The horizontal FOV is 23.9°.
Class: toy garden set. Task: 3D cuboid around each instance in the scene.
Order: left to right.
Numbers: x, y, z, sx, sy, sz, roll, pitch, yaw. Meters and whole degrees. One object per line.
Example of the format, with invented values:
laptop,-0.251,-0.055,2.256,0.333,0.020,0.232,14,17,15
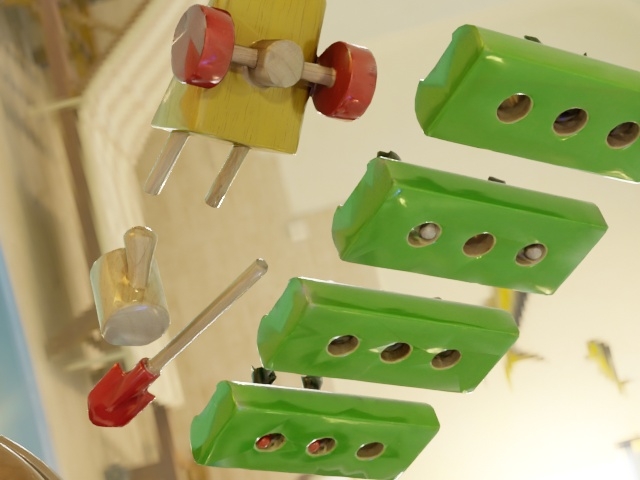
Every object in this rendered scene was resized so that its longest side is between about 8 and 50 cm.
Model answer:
toy garden set,0.000,0.000,0.606,0.244,0.203,0.049,-55,-142,35

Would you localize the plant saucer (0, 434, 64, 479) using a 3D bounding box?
plant saucer,-0.243,0.191,0.779,0.041,0.278,0.278,96,-11,-45
